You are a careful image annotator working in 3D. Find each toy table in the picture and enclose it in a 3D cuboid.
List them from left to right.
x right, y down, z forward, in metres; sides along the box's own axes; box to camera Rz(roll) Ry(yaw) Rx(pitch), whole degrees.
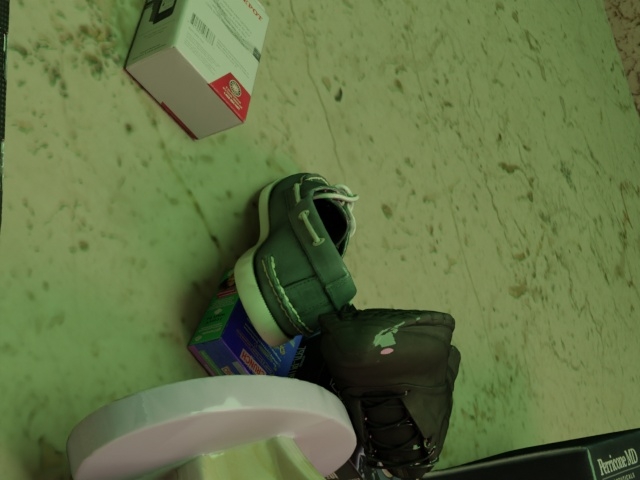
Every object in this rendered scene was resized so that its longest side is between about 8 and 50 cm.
[{"bbox_3d":[-0.054,0.213,0.801,0.274,0.252,0.161,12,48,-48],"label":"toy table"}]

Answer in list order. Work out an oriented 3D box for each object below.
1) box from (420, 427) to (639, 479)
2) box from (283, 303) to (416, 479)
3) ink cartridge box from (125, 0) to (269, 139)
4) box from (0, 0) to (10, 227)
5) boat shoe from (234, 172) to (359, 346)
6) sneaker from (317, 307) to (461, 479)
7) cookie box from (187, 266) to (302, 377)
[{"bbox_3d":[0.307,0.434,1.278,0.293,0.212,0.395,5,70,-57],"label":"box"},{"bbox_3d":[0.023,0.175,1.073,0.180,0.077,0.147,57,34,-26],"label":"box"},{"bbox_3d":[-0.113,-0.190,1.051,0.109,0.063,0.150,46,39,-38],"label":"ink cartridge box"},{"bbox_3d":[-0.314,-0.111,0.668,0.270,0.060,0.216,18,66,-54],"label":"box"},{"bbox_3d":[0.000,0.000,1.049,0.116,0.099,0.319,60,15,-14],"label":"boat shoe"},{"bbox_3d":[0.069,0.135,0.943,0.286,0.109,0.130,45,45,-64],"label":"sneaker"},{"bbox_3d":[-0.065,0.088,1.010,0.092,0.040,0.107,55,34,-26],"label":"cookie box"}]
